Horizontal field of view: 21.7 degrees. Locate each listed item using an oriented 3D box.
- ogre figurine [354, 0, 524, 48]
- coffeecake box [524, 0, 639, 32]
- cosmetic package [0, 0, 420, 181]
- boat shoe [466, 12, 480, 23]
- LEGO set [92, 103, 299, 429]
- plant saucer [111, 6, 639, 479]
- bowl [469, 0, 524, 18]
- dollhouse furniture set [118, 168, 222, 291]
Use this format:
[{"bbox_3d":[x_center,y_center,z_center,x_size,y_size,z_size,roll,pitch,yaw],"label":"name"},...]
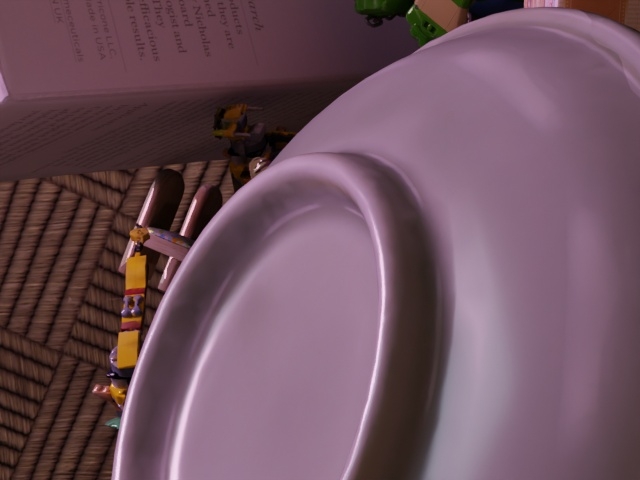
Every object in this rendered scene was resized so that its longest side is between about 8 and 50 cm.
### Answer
[{"bbox_3d":[0.134,-0.175,1.084,0.197,0.097,0.118,-26,4,36],"label":"ogre figurine"},{"bbox_3d":[0.148,-0.133,0.881,0.185,0.068,0.142,-83,-6,-73],"label":"coffeecake box"},{"bbox_3d":[-0.123,-0.151,1.203,0.230,0.453,0.161,-19,83,42],"label":"cosmetic package"},{"bbox_3d":[0.090,-0.116,1.590,0.119,0.121,0.335,-89,10,-57],"label":"boat shoe"},{"bbox_3d":[0.005,-0.007,1.002,0.331,0.255,0.192,-56,-31,-43],"label":"LEGO set"},{"bbox_3d":[0.006,0.077,0.690,0.400,0.101,0.400,-39,40,42],"label":"plant saucer"},{"bbox_3d":[0.221,-0.341,1.273,0.391,0.077,0.391,-157,90,-85],"label":"bowl"},{"bbox_3d":[0.000,0.000,1.370,0.161,0.212,0.242,-69,-22,1],"label":"dollhouse furniture set"}]
